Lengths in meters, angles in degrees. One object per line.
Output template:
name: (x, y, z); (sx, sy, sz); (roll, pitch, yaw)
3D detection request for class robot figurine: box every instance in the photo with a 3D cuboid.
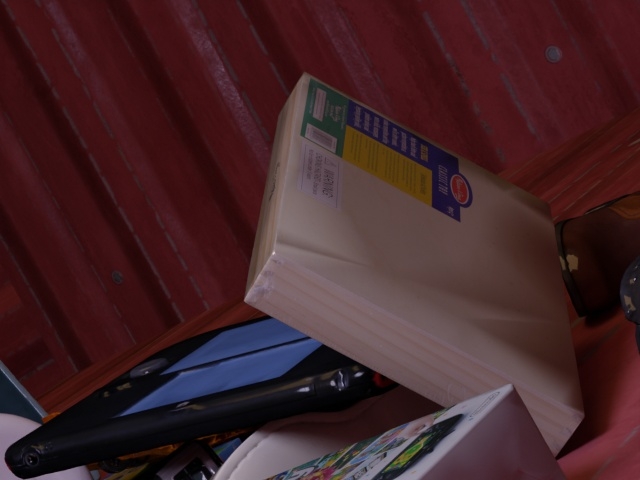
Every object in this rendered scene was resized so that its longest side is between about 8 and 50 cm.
robot figurine: (-0.162, 0.206, 2.100); (0.291, 0.085, 0.211); (-7, -9, -44)

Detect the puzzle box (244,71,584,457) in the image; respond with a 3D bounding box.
puzzle box: (0.080, 0.006, 1.532); (0.052, 0.272, 0.409); (-59, 9, 22)

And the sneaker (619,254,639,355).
sneaker: (0.301, 0.043, 1.157); (0.202, 0.185, 0.483); (-46, -3, 12)

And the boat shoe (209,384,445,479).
boat shoe: (0.002, 0.188, 1.574); (0.305, 0.109, 0.091); (-25, 0, -43)

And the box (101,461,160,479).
box: (-0.243, 0.308, 2.178); (0.105, 0.043, 0.179); (-27, 6, 22)

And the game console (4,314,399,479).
game console: (-0.048, 0.111, 1.646); (0.386, 0.060, 0.342); (-16, 3, 27)

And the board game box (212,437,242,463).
board game box: (-0.191, 0.295, 1.995); (0.160, 0.039, 0.211); (-25, 6, 36)

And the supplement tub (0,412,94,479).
supplement tub: (-0.379, 0.305, 1.830); (0.228, 0.228, 0.316); (-32, 5, -37)

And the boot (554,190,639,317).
boot: (0.388, -0.018, 1.835); (0.280, 0.096, 0.264); (-19, 1, 27)

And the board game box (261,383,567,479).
board game box: (-0.008, 0.225, 1.257); (0.303, 0.097, 0.224); (-27, 4, 39)

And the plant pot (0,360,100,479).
plant pot: (-0.484, 0.324, 2.303); (0.252, 0.247, 0.248); (-47, -7, 37)

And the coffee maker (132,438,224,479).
coffee maker: (-0.161, 0.265, 1.618); (0.178, 0.120, 0.171); (-30, 4, -21)
